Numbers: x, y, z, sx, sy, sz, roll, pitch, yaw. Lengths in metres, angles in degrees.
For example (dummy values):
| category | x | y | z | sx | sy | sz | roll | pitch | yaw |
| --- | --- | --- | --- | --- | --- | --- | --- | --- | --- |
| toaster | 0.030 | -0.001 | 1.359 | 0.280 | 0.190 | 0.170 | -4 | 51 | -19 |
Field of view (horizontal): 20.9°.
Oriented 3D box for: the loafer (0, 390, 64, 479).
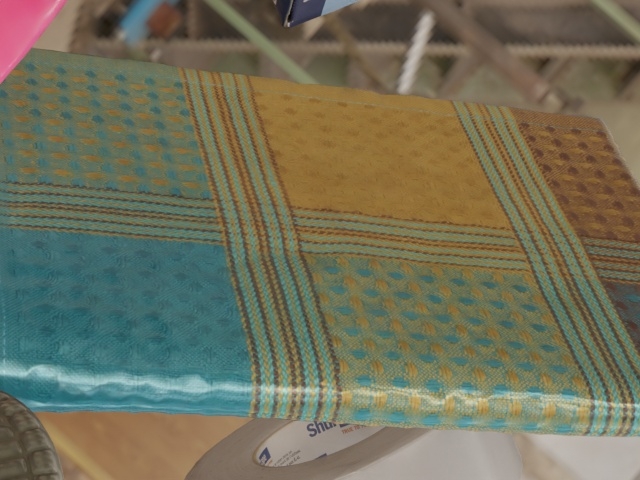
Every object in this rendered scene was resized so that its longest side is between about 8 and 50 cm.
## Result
| category | x | y | z | sx | sy | sz | roll | pitch | yaw |
| --- | --- | --- | --- | --- | --- | --- | --- | --- | --- |
| loafer | -0.120 | 0.150 | 0.580 | 0.094 | 0.251 | 0.087 | -8 | 131 | -13 |

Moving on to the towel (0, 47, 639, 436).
| category | x | y | z | sx | sy | sz | roll | pitch | yaw |
| --- | --- | --- | --- | --- | --- | --- | --- | --- | --- |
| towel | 0.000 | 0.000 | 0.835 | 0.271 | 0.370 | 0.040 | -104 | -156 | -53 |

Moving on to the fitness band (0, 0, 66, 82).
| category | x | y | z | sx | sy | sz | roll | pitch | yaw |
| --- | --- | --- | --- | --- | --- | --- | --- | --- | --- |
| fitness band | -0.176 | -0.085 | 0.700 | 0.209 | 0.054 | 0.291 | -41 | -155 | -9 |

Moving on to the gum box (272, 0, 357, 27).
| category | x | y | z | sx | sy | sz | roll | pitch | yaw |
| --- | --- | --- | --- | --- | --- | --- | --- | --- | --- |
| gum box | -0.024 | -0.166 | 0.496 | 0.041 | 0.184 | 0.157 | -21 | 177 | -5 |

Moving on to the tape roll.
| category | x | y | z | sx | sy | sz | roll | pitch | yaw |
| --- | --- | --- | --- | --- | --- | --- | --- | --- | --- |
| tape roll | 0.021 | 0.155 | 1.158 | 0.219 | 0.072 | 0.219 | -22 | -169 | 4 |
